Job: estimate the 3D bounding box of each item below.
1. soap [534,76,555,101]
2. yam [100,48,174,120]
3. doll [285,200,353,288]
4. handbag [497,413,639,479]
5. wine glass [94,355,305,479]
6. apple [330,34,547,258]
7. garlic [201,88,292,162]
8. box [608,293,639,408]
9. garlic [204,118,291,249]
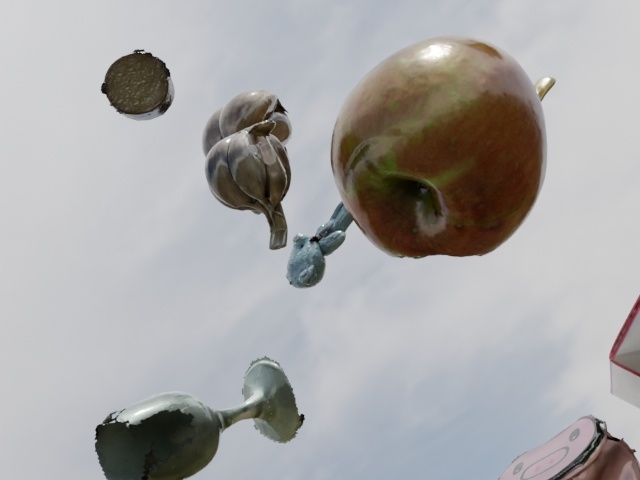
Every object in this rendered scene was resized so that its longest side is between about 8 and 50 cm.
[{"bbox_3d":[0.351,-0.237,2.177,0.089,0.034,0.012,-50,-48,-35],"label":"soap"},{"bbox_3d":[-0.218,-0.183,1.635,0.084,0.084,0.127,-38,0,-2],"label":"yam"},{"bbox_3d":[-0.004,-0.002,2.270,0.180,0.075,0.120,-63,12,-7],"label":"doll"},{"bbox_3d":[0.353,0.345,1.889,0.205,0.116,0.179,-38,5,24],"label":"handbag"},{"bbox_3d":[-0.179,0.279,2.020,0.321,0.143,0.143,-16,-33,-44],"label":"wine glass"},{"bbox_3d":[0.188,-0.142,2.065,0.339,0.339,0.340,-30,-26,-17],"label":"apple"},{"bbox_3d":[-0.144,-0.184,2.484,0.191,0.160,0.214,-60,-35,-46],"label":"garlic"},{"bbox_3d":[0.613,0.138,1.946,0.300,0.314,0.312,-61,-18,-7],"label":"box"},{"bbox_3d":[-0.104,-0.076,2.041,0.127,0.194,0.131,-18,6,-37],"label":"garlic"}]
